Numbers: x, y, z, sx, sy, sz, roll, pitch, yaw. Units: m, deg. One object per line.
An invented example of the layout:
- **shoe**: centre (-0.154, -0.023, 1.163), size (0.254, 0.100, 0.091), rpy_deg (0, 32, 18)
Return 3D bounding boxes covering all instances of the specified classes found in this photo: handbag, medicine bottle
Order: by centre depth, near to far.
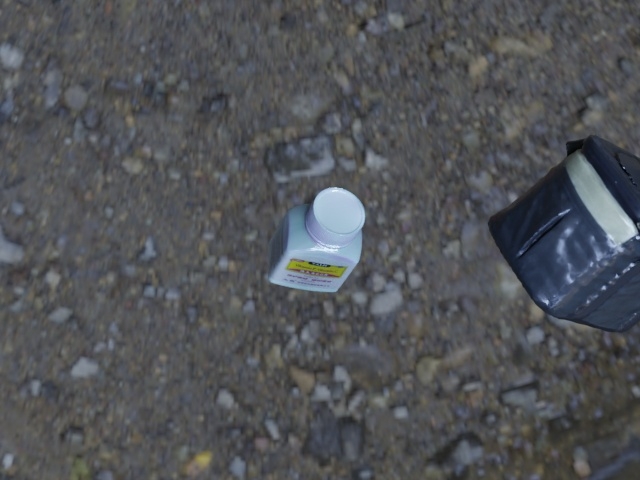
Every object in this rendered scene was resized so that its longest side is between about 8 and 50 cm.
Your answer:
- **medicine bottle**: centre (0.000, 0.000, 1.365), size (0.074, 0.055, 0.118), rpy_deg (11, 149, -15)
- **handbag**: centre (0.318, -0.012, 1.565), size (0.181, 0.181, 0.254), rpy_deg (-41, 149, 21)
